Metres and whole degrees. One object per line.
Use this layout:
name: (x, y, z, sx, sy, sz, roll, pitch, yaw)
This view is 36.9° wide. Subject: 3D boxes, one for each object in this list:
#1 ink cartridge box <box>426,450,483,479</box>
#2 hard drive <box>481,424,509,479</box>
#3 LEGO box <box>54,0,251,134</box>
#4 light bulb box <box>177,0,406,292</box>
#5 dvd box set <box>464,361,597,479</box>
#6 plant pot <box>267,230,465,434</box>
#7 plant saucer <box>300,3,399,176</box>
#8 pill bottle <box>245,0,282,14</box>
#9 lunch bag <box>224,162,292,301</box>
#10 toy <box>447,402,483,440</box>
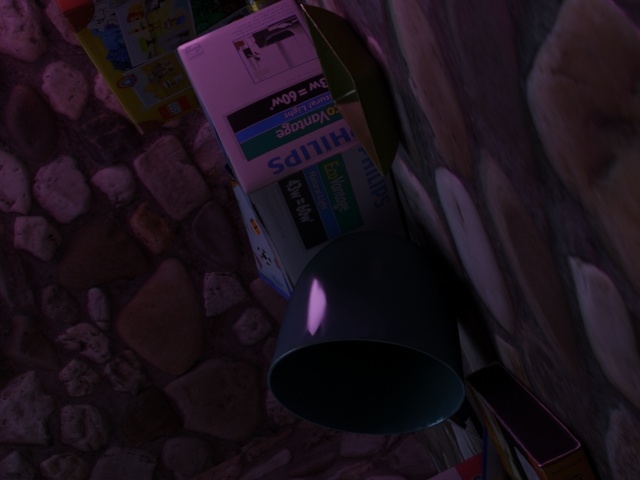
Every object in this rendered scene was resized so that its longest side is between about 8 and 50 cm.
ink cartridge box: (0.239, 0.636, 1.893, 0.160, 0.385, 0.279, 68, 176, -49)
hard drive: (0.299, 0.433, 1.462, 0.210, 0.040, 0.318, 66, -165, -7)
LEGO box: (-0.293, -0.463, 1.900, 0.193, 0.372, 0.500, 63, 177, 18)
light bulb box: (-0.041, -0.146, 1.641, 0.358, 0.225, 0.361, 68, 175, -54)
dvd box set: (0.336, 0.396, 1.281, 0.420, 0.062, 0.307, 65, 178, -15)
plant pot: (0.076, 0.130, 1.481, 0.293, 0.293, 0.235, 67, -157, -49)
plant saucer: (0.048, -0.208, 1.284, 0.188, 0.045, 0.188, 61, 176, 41)
pill bottle: (-0.092, -0.416, 1.767, 0.116, 0.065, 0.065, 65, 177, -32)
lunch bag: (0.000, 0.000, 1.989, 0.385, 0.239, 0.328, 37, 152, 42)
toy: (0.245, 0.335, 1.993, 0.237, 0.056, 0.137, 29, 175, 9)
